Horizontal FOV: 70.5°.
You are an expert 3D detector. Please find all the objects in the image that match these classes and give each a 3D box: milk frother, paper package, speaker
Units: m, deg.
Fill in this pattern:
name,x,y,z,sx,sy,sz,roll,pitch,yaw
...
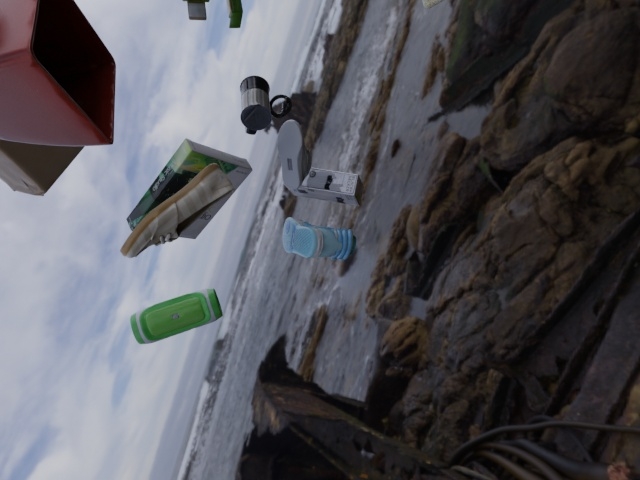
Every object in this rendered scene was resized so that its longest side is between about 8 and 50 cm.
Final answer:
name,x,y,z,sx,sy,sz,roll,pitch,yaw
milk frother,-0.147,-0.364,1.253,0.129,0.143,0.134,92,172,-54
paper package,-0.899,-0.359,1.384,0.309,0.168,0.324,64,-140,-49
speaker,-0.508,0.267,1.614,0.131,0.297,0.131,162,90,-79

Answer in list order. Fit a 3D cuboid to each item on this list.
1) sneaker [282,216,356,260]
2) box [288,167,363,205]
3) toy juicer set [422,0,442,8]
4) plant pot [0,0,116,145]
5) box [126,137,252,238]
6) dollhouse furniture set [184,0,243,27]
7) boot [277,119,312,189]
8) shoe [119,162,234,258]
name,x,y,z,sx,sy,sz,roll,pitch,yaw
sneaker,0.000,0.000,1.564,0.319,0.209,0.126,-149,67,-63
box,0.018,-0.221,1.828,0.169,0.290,0.087,45,-124,-75
toy juicer set,0.175,-0.571,0.952,0.089,0.329,0.209,-68,11,-17
plant pot,-0.608,-0.353,0.939,0.267,0.236,0.266,75,-177,-64
box,-0.381,-0.136,1.330,0.322,0.232,0.058,-46,61,22
dollhouse furniture set,-0.353,-0.848,1.472,0.301,0.198,0.151,151,112,-73
boot,-0.085,-0.316,1.597,0.123,0.095,0.258,-59,-21,-49
shoe,-0.239,-0.041,0.765,0.219,0.058,0.076,-44,5,-11
